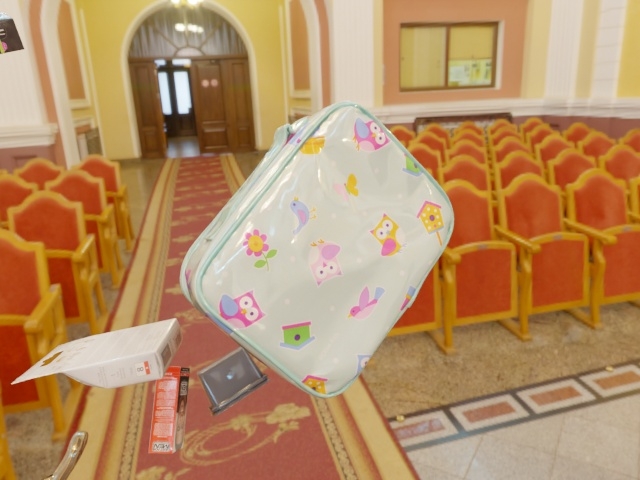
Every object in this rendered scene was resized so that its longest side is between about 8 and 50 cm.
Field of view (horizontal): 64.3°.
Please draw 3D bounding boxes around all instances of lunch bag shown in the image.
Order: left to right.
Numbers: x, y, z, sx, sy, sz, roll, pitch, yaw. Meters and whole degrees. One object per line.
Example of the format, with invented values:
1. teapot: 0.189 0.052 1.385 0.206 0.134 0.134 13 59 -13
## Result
1. lunch bag: 0.000 0.000 0.551 0.279 0.224 0.108 -53 17 -15

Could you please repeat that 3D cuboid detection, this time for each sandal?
1. sandal: -0.403 0.363 0.743 0.049 0.180 0.072 26 -19 -11

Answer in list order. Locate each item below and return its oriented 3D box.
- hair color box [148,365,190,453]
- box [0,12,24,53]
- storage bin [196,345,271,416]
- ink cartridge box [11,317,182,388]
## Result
1. hair color box: -0.263 0.294 0.894 0.043 0.141 0.072 2 -15 1
2. box: -0.646 -0.420 1.031 0.052 0.062 0.083 -27 43 -29
3. storage bin: -0.187 0.283 1.052 0.135 0.091 0.098 -28 -3 -21
4. ink cartridge box: -0.289 0.162 0.690 0.179 0.045 0.145 -14 9 -3
